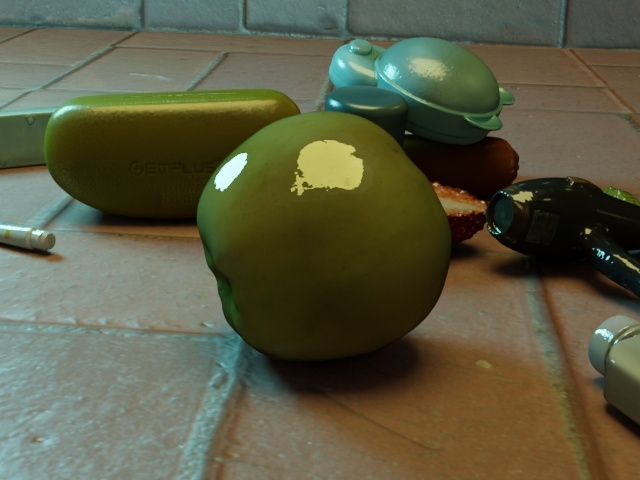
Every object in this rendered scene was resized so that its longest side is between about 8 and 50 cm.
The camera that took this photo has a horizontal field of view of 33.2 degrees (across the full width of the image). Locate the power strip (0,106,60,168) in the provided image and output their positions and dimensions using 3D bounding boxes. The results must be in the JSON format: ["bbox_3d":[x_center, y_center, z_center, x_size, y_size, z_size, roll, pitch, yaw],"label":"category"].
[{"bbox_3d":[-0.534,-0.169,1.788,0.385,0.091,0.062,-8,19,-27],"label":"power strip"}]

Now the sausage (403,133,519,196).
[{"bbox_3d":[0.145,-0.117,1.683,0.348,0.097,0.094,-1,11,-5],"label":"sausage"}]

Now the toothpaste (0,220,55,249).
[{"bbox_3d":[-0.428,-0.012,1.429,0.190,0.031,0.048,10,23,30],"label":"toothpaste"}]

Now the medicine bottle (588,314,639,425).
[{"bbox_3d":[0.329,0.132,1.001,0.119,0.069,0.183,-7,21,-21],"label":"medicine bottle"}]

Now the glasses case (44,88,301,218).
[{"bbox_3d":[-0.205,-0.122,1.545,0.371,0.173,0.141,-3,18,-6],"label":"glasses case"}]

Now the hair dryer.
[{"bbox_3d":[0.394,0.036,1.314,0.303,0.120,0.359,9,24,-25],"label":"hair dryer"}]

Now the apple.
[{"bbox_3d":[0.000,0.000,1.100,0.262,0.263,0.262,2,18,-1],"label":"apple"}]

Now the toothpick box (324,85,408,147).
[{"bbox_3d":[0.061,-0.124,1.565,0.120,0.184,0.120,4,23,-2],"label":"toothpick box"}]

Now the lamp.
[{"bbox_3d":[0.152,-0.238,1.662,0.283,0.147,0.209,7,25,18],"label":"lamp"}]

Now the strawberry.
[{"bbox_3d":[0.078,-0.034,1.437,0.286,0.106,0.188,14,23,-2],"label":"strawberry"}]

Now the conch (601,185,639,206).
[{"bbox_3d":[0.421,-0.035,1.529,0.121,0.074,0.089,19,21,-13],"label":"conch"}]
